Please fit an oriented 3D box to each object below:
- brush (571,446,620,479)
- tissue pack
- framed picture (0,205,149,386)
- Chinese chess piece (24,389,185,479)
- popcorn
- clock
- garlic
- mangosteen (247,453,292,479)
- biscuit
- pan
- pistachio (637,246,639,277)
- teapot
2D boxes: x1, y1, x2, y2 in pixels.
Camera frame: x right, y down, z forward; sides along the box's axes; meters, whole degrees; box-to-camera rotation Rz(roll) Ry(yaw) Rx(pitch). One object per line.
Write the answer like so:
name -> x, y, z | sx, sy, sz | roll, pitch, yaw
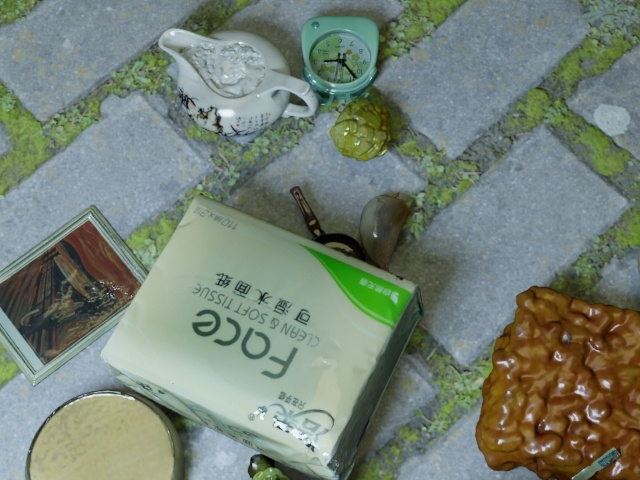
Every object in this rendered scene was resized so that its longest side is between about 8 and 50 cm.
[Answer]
brush -> 0.422, 0.348, 1.560 | 0.083, 0.013, 0.016 | -38, 91, 8
tissue pack -> -0.084, 0.151, 1.617 | 0.404, 0.205, 0.332 | 22, 68, 16
framed picture -> -0.447, 0.090, 1.772 | 0.273, 0.016, 0.216 | -39, 73, -14
Chinese chess piece -> -0.341, 0.360, 1.616 | 0.249, 0.103, 0.250 | 0, 68, -1
popcorn -> 0.075, -0.194, 1.839 | 0.106, 0.116, 0.121 | -39, 62, 32
clock -> 0.035, -0.331, 1.912 | 0.148, 0.060, 0.189 | 2, 69, 1
garlic -> 0.106, -0.021, 1.783 | 0.084, 0.066, 0.152 | 19, 67, 6
mangosteen -> -0.065, 0.435, 1.533 | 0.231, 0.231, 0.289 | -5, 46, -1
biscuit -> 0.425, 0.244, 1.651 | 0.311, 0.110, 0.318 | 15, 71, 7
pan -> 0.000, 0.000, 1.788 | 0.114, 0.040, 0.212 | -27, 78, -9
pistachio -> 0.642, 0.080, 1.687 | 0.187, 0.187, 0.299 | -18, 76, -6
teapot -> -0.140, -0.290, 1.852 | 0.299, 0.166, 0.208 | 15, 57, 17
